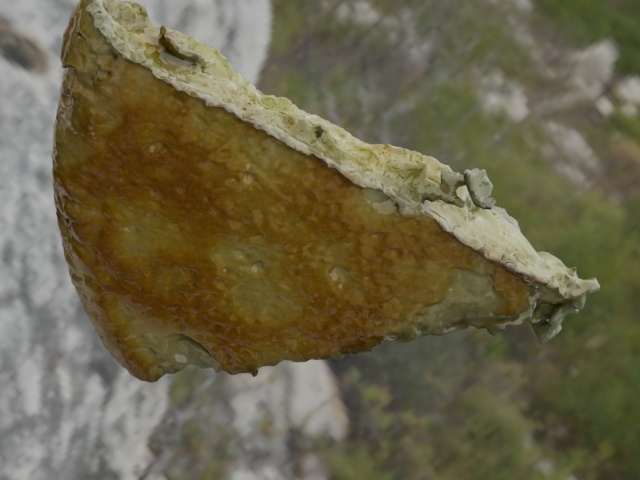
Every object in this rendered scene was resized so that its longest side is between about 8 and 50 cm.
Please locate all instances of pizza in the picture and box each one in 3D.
[{"bbox_3d":[0.000,0.000,0.917,0.288,0.280,0.075,13,49,1],"label":"pizza"}]
